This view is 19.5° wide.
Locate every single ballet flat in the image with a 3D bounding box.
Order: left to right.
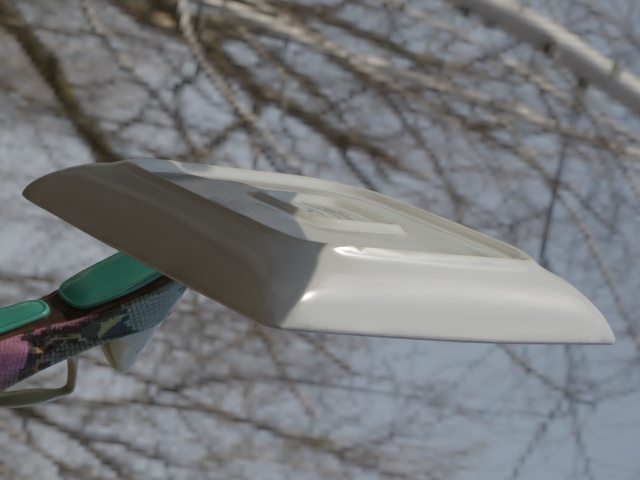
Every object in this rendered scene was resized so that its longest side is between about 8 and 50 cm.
[{"bbox_3d":[-0.174,0.066,1.290,0.077,0.221,0.079,36,-34,63],"label":"ballet flat"}]

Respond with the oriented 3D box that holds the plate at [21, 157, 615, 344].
[{"bbox_3d":[0.000,0.000,1.143,0.277,0.278,0.045,25,-74,48],"label":"plate"}]
